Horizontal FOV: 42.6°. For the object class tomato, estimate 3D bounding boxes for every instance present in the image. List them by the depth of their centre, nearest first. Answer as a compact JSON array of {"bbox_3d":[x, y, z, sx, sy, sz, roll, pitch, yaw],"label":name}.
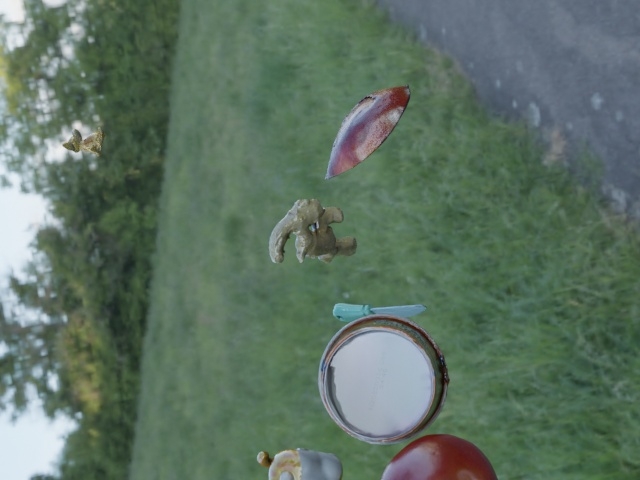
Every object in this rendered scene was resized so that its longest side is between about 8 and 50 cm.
[{"bbox_3d":[0.185,0.397,1.266,0.136,0.195,0.195,123,135,-76],"label":"tomato"}]

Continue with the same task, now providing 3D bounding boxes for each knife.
[{"bbox_3d":[0.140,0.167,1.887,0.063,0.260,0.034,47,-127,-39],"label":"knife"}]

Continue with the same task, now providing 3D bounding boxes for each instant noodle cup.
[{"bbox_3d":[0.110,0.254,1.476,0.192,0.251,0.250,46,-149,-81],"label":"instant noodle cup"}]

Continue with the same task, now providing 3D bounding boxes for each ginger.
[{"bbox_3d":[0.005,-0.014,1.746,0.065,0.259,0.149,37,110,39],"label":"ginger"}]

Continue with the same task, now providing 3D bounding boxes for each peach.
[{"bbox_3d":[0.082,-0.248,1.794,0.068,0.279,0.189,36,-162,-21],"label":"peach"}]

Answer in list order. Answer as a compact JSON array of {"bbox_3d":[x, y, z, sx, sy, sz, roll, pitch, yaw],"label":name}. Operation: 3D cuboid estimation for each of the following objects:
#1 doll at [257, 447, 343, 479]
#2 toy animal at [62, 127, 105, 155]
[{"bbox_3d":[-0.036,0.564,1.733,0.162,0.167,0.269,-47,36,39],"label":"doll"},{"bbox_3d":[-0.519,-0.220,1.802,0.081,0.083,0.060,119,161,-50],"label":"toy animal"}]
